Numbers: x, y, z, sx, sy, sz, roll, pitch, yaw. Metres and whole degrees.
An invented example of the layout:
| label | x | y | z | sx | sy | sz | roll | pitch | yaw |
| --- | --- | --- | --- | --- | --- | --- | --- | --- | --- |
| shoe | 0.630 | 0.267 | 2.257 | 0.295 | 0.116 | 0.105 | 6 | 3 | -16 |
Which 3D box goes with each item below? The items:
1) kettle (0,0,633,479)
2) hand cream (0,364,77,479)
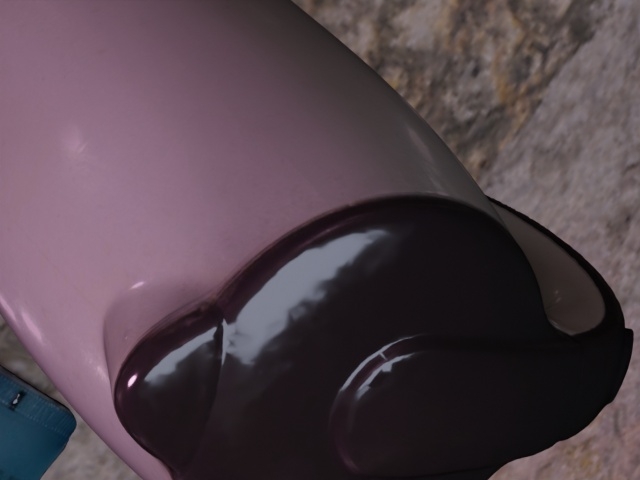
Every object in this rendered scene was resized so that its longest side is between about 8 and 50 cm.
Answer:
| label | x | y | z | sx | sy | sz | roll | pitch | yaw |
| --- | --- | --- | --- | --- | --- | --- | --- | --- | --- |
| kettle | -0.007 | 0.002 | 0.707 | 0.221 | 0.236 | 0.161 | 5 | 112 | -31 |
| hand cream | -0.188 | 0.147 | 0.807 | 0.224 | 0.048 | 0.083 | -55 | 132 | -5 |
